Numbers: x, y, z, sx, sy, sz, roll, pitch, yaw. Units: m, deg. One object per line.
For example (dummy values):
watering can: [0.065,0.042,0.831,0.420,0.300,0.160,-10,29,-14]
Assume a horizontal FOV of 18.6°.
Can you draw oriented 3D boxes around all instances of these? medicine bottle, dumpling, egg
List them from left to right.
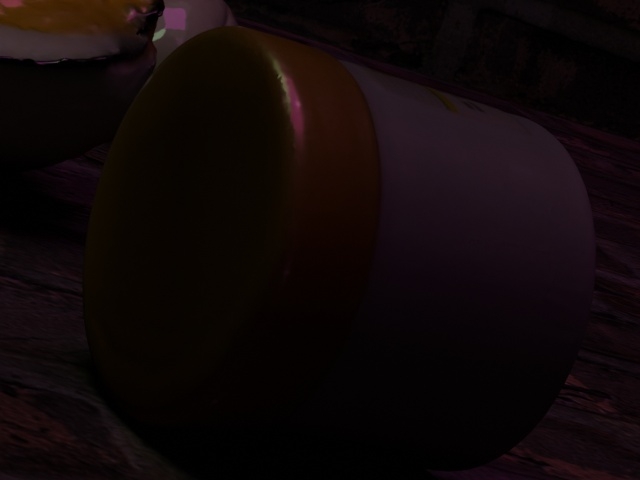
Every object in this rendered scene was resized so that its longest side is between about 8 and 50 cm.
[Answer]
egg: [-0.295,-0.158,1.569,0.337,0.201,0.337,14,30,-8]
dumpling: [-0.139,-0.165,2.080,0.227,0.243,0.175,34,-34,-19]
medicine bottle: [0.008,0.011,1.187,0.232,0.238,0.238,14,12,-34]
